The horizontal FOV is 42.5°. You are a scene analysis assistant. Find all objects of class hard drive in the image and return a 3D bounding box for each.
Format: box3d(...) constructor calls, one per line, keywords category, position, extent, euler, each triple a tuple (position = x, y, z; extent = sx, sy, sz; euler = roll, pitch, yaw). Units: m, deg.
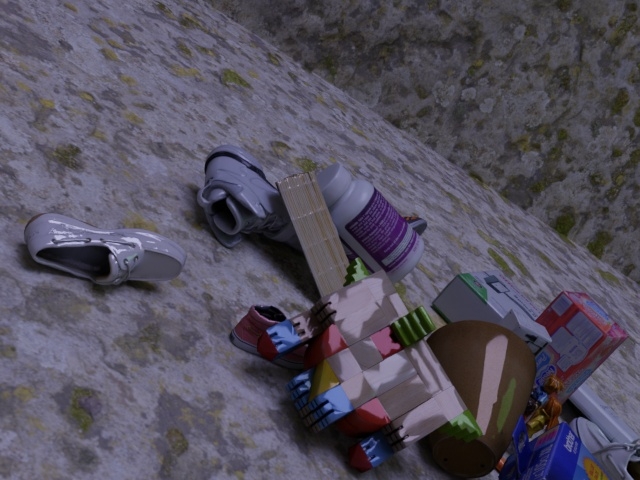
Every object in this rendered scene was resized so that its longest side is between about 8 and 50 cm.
box3d(category="hard drive", position=(0.682, 0.402, 2.163), extent=(0.353, 0.047, 0.233), euler=(48, 11, 25))

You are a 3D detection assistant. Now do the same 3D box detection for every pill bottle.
box3d(category="pill bottle", position=(0.100, -0.042, 2.002), extent=(0.301, 0.169, 0.169), euler=(46, 18, -20))

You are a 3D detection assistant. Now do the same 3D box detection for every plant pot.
box3d(category="plant pot", position=(0.293, 0.326, 1.607), extent=(0.237, 0.237, 0.254), euler=(34, 38, -7))

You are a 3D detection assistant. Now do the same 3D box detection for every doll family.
box3d(category="doll family", position=(0.463, 0.369, 1.805), extent=(0.118, 0.163, 0.263), euler=(36, 22, 0))

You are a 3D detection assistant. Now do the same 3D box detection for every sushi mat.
box3d(category="sushi mat", position=(0.000, 0.000, 1.821), extent=(0.151, 0.019, 0.317), euler=(-26, 96, -53))

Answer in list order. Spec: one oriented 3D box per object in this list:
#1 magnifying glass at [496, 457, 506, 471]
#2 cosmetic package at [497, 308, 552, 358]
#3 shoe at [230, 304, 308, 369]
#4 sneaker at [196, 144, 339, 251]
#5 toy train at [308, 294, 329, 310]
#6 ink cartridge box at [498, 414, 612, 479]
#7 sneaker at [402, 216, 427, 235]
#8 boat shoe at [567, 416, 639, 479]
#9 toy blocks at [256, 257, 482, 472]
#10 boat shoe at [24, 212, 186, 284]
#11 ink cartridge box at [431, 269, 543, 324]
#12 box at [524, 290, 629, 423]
box3d(category="magnifying glass", position=(0.444, 0.524, 1.654), extent=(0.231, 0.026, 0.092), euler=(41, 22, 13))
box3d(category="cosmetic package", position=(0.384, 0.268, 1.790), extent=(0.098, 0.239, 0.060), euler=(29, 24, -18))
box3d(category="shoe", position=(-0.072, 0.176, 1.510), extent=(0.178, 0.081, 0.063), euler=(24, 25, -29))
box3d(category="sneaker", position=(-0.120, -0.043, 1.825), extent=(0.365, 0.137, 0.210), euler=(38, 31, -16))
box3d(category="toy train", position=(0.084, 0.228, 1.643), extent=(0.248, 0.105, 0.143), euler=(53, 10, 25))
box3d(category="ink cartridge box", position=(0.440, 0.502, 1.437), extent=(0.395, 0.151, 0.270), euler=(50, 24, 7))
box3d(category="sneaker", position=(0.170, -0.061, 2.288), extent=(0.180, 0.125, 0.321), euler=(46, 24, 21))
box3d(category="boat shoe", position=(0.703, 0.517, 1.873), extent=(0.135, 0.156, 0.367), euler=(25, 25, -27))
box3d(category="toy blocks", position=(0.064, 0.235, 1.417), extent=(0.260, 0.191, 0.381), euler=(-23, 75, -30))
box3d(category="boat shoe", position=(-0.352, 0.035, 1.371), extent=(0.277, 0.098, 0.096), euler=(11, 32, -29))
box3d(category="ink cartridge box", position=(0.461, 0.192, 2.215), extent=(0.211, 0.122, 0.289), euler=(47, 23, 23))
box3d(category="box", position=(0.555, 0.277, 1.943), extent=(0.142, 0.300, 0.154), euler=(8, 35, -50))
